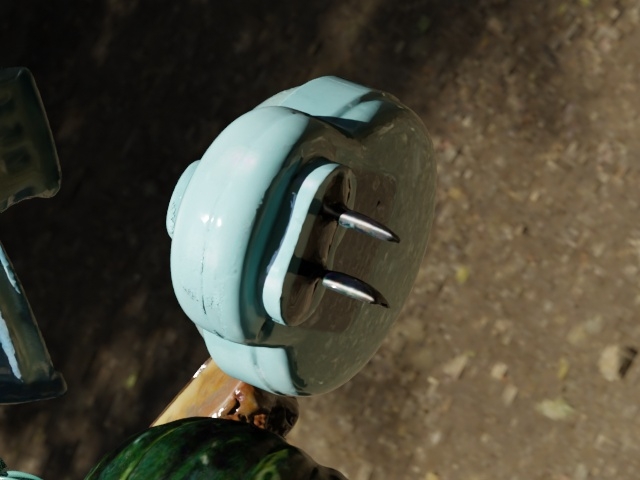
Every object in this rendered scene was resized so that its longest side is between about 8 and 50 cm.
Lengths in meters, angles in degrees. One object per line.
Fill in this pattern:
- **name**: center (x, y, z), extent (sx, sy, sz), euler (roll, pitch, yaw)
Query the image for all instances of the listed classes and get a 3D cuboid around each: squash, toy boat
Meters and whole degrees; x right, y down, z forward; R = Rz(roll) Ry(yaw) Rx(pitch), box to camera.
- **squash**: center (-0.051, 0.201, 0.916), extent (0.218, 0.218, 0.172), euler (-23, 15, 44)
- **toy boat**: center (-0.154, -0.027, 0.683), extent (0.088, 0.102, 0.215), euler (4, 115, 54)

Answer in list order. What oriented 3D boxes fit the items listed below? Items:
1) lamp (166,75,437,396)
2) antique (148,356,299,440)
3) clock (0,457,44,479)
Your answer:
- **lamp**: center (-0.011, -0.004, 0.995), extent (0.284, 0.147, 0.209), euler (-5, -68, -83)
- **antique**: center (-0.145, 0.240, 1.432), extent (0.310, 0.087, 0.093), euler (-49, 29, 5)
- **clock**: center (-0.254, 0.189, 1.085), extent (0.135, 0.041, 0.101), euler (-29, 3, 35)
